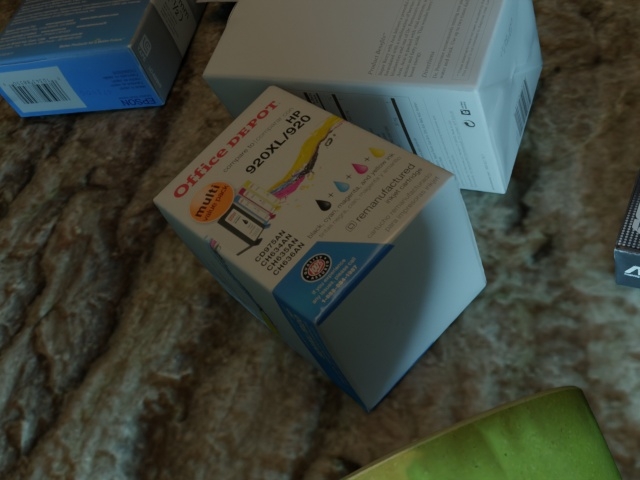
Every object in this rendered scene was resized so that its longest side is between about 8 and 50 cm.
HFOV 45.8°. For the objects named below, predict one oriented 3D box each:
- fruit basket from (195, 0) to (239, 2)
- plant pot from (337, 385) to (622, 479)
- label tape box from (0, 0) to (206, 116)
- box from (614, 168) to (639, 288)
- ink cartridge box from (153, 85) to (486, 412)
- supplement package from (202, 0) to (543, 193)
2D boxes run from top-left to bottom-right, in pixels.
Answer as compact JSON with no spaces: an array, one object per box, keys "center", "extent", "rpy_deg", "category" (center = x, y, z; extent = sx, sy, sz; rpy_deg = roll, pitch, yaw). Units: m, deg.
[{"center":[0.034,-0.425,1.051],"extent":[0.353,0.165,0.327],"rpy_deg":[11,58,46],"category":"fruit basket"},{"center":[0.101,0.276,0.418],"extent":[0.275,0.275,0.293],"rpy_deg":[-27,65,1],"category":"plant pot"},{"center":[-0.308,-0.349,1.131],"extent":[0.249,0.115,0.347],"rpy_deg":[-1,52,21],"category":"label tape box"},{"center":[0.401,-0.061,0.660],"extent":[0.216,0.060,0.270],"rpy_deg":[14,61,29],"category":"box"},{"center":[0.000,0.000,0.702],"extent":[0.171,0.168,0.233],"rpy_deg":[-46,51,-14],"category":"ink cartridge box"},{"center":[0.062,-0.181,0.801],"extent":[0.293,0.175,0.177],"rpy_deg":[10,67,27],"category":"supplement package"}]
